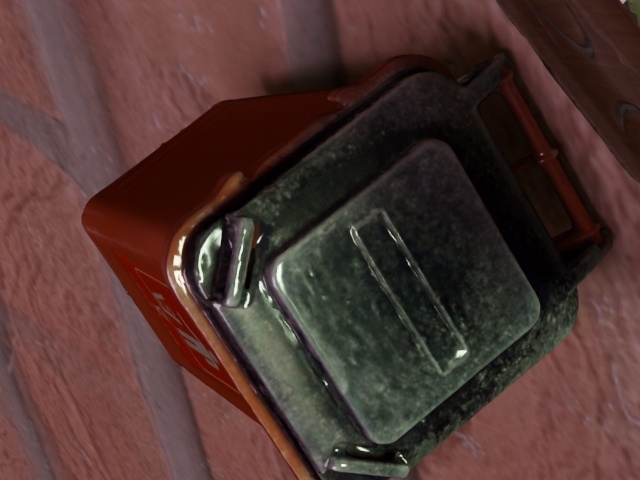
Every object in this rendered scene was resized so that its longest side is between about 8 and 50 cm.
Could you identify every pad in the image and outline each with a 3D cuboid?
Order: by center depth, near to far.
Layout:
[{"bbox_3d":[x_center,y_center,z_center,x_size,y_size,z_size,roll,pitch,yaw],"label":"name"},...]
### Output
[{"bbox_3d":[0.119,-0.044,0.700,0.284,0.018,0.286,51,-178,-7],"label":"pad"}]

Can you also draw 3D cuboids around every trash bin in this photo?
[{"bbox_3d":[0.000,0.000,0.938,0.161,0.184,0.239,58,164,-20],"label":"trash bin"}]
